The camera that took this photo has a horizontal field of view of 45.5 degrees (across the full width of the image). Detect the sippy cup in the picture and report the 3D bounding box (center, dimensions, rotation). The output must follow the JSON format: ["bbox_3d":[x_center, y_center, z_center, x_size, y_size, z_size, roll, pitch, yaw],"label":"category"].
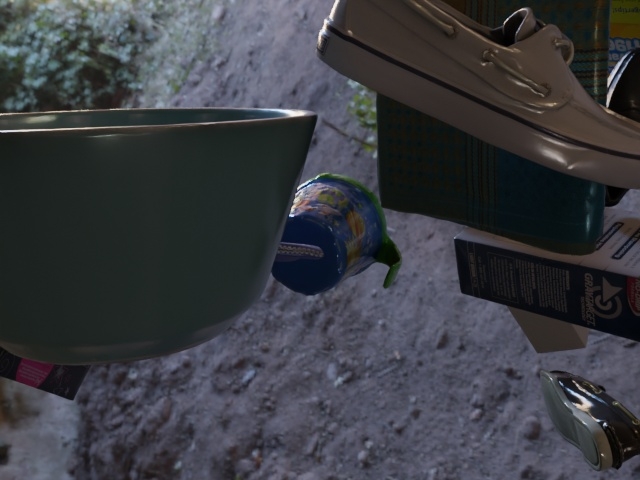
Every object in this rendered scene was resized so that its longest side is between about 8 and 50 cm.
[{"bbox_3d":[0.000,0.000,1.563,0.305,0.224,0.240,-10,104,21],"label":"sippy cup"}]

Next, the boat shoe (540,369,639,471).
[{"bbox_3d":[0.341,0.219,0.969,0.228,0.068,0.081,-102,-2,-79],"label":"boat shoe"}]

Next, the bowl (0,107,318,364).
[{"bbox_3d":[-0.157,-0.013,0.573,0.311,0.311,0.163,-156,63,-62],"label":"bowl"}]

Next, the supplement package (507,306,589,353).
[{"bbox_3d":[0.435,0.117,1.466,0.105,0.179,0.105,-16,31,39],"label":"supplement package"}]

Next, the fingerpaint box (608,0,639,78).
[{"bbox_3d":[0.523,-0.455,1.259,0.163,0.371,0.445,-44,38,-21],"label":"fingerpaint box"}]

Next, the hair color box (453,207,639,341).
[{"bbox_3d":[0.383,0.034,1.074,0.347,0.174,0.105,14,127,42],"label":"hair color box"}]

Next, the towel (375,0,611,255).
[{"bbox_3d":[0.141,-0.188,0.680,0.271,0.040,0.370,20,119,51],"label":"towel"}]

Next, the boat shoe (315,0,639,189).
[{"bbox_3d":[0.133,-0.119,0.538,0.096,0.267,0.088,-71,5,-66],"label":"boat shoe"}]

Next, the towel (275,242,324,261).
[{"bbox_3d":[-0.132,0.017,1.162,0.336,0.243,0.040,174,100,-83],"label":"towel"}]

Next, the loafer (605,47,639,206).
[{"bbox_3d":[0.422,-0.155,1.049,0.078,0.076,0.223,-89,13,-84],"label":"loafer"}]

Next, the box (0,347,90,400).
[{"bbox_3d":[-0.386,0.091,0.988,0.247,0.142,0.163,78,-144,-70],"label":"box"}]
